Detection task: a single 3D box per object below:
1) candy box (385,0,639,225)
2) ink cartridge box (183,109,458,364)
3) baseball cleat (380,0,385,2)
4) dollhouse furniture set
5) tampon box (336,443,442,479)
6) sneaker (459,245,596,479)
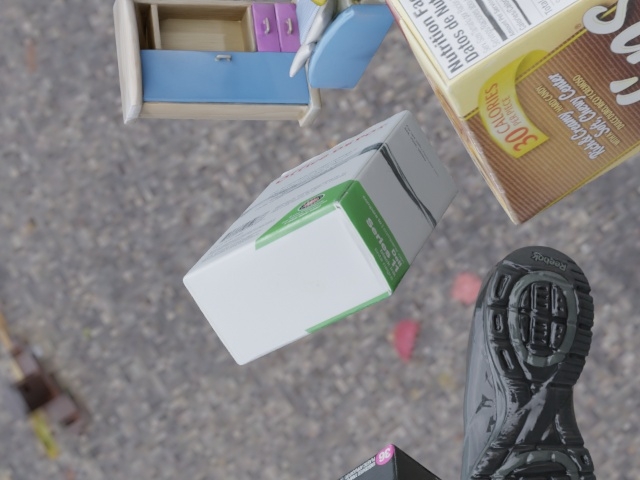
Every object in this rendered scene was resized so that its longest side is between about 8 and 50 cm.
[{"bbox_3d":[0.207,-0.154,1.039,0.087,0.316,0.183,60,-176,30],"label":"candy box"},{"bbox_3d":[0.006,-0.006,1.452,0.153,0.208,0.087,-27,103,28],"label":"ink cartridge box"},{"bbox_3d":[0.060,-0.204,1.135,0.072,0.109,0.206,36,177,22],"label":"baseball cleat"},{"bbox_3d":[-0.075,-0.281,1.790,0.303,0.198,0.286,127,139,-61],"label":"dollhouse furniture set"},{"bbox_3d":[0.040,0.239,1.179,0.120,0.161,0.101,-37,121,27],"label":"tampon box"},{"bbox_3d":[0.162,0.147,1.496,0.130,0.109,0.286,-175,93,-82],"label":"sneaker"}]
